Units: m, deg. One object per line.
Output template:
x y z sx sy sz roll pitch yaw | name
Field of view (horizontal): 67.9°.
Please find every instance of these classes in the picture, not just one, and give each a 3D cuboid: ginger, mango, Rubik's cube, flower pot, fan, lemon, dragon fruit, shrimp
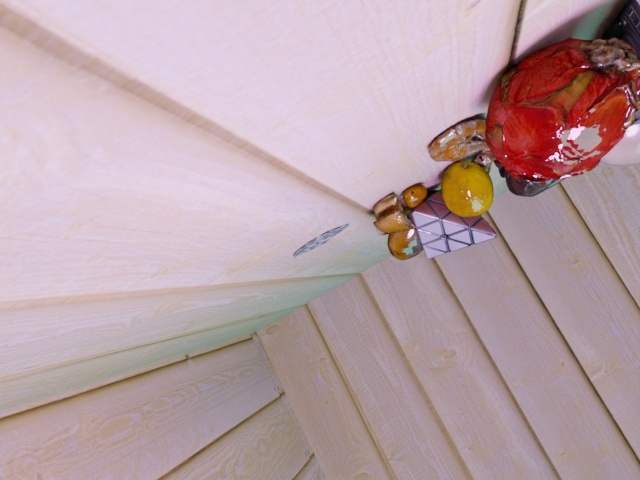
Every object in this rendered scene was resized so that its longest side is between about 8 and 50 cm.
0.561 -0.271 1.656 0.089 0.075 0.288 -31 166 -9 | ginger
0.380 -0.062 1.873 0.192 0.146 0.316 15 114 -53 | mango
0.463 -0.070 1.739 0.233 0.228 0.229 -28 -176 3 | Rubik's cube
0.794 -0.295 1.731 0.301 0.213 0.302 -28 169 -6 | flower pot
0.000 0.000 1.675 0.240 0.009 0.131 -30 169 8 | fan
0.498 -0.170 1.616 0.169 0.207 0.170 -18 -151 10 | lemon
0.498 -0.265 1.005 0.277 0.277 0.343 -25 151 -15 | dragon fruit
0.410 -0.277 1.285 0.294 0.062 0.154 -18 159 -37 | shrimp
0.326 -0.155 1.630 0.114 0.060 0.080 -10 145 -55 | mango

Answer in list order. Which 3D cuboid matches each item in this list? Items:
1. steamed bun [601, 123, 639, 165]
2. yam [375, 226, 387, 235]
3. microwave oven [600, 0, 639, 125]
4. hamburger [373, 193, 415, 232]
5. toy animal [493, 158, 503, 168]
0.975 -0.389 1.481 0.334 0.334 0.374 -35 171 33 | steamed bun
0.363 -0.085 2.017 0.317 0.067 0.071 -19 177 -34 | yam
0.727 -0.402 1.012 0.181 0.238 0.295 -30 171 11 | microwave oven
0.248 -0.076 1.635 0.130 0.124 0.262 -29 168 12 | hamburger
0.681 -0.334 1.496 0.298 0.122 0.185 -45 175 2 | toy animal
